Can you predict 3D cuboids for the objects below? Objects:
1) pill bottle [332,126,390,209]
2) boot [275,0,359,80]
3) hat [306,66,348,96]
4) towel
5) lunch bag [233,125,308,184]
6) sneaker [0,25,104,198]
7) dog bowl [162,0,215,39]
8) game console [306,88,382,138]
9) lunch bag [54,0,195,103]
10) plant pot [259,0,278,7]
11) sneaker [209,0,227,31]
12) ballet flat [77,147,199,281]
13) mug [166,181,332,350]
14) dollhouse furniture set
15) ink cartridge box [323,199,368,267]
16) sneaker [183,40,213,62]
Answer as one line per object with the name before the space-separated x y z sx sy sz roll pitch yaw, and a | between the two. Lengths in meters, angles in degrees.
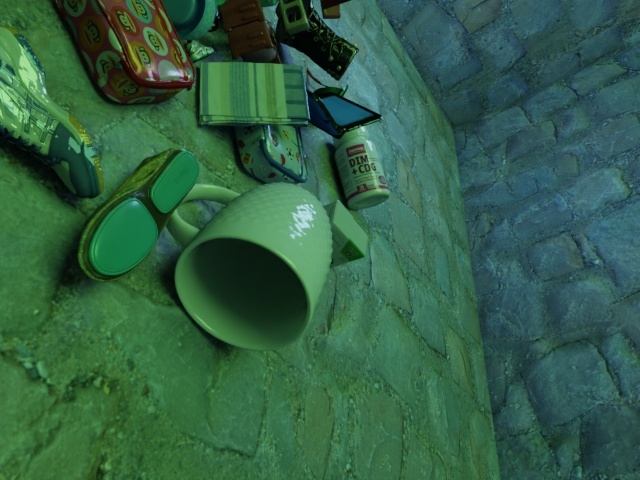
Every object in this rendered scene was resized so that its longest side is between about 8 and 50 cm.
pill bottle | 0.142 -0.271 1.723 0.160 0.160 0.283 6 65 -57
boot | -0.005 -0.690 1.549 0.284 0.377 0.138 35 81 -6
hat | -0.018 -0.547 1.727 0.183 0.173 0.208 36 0 -5
towel | -0.176 -0.383 1.228 0.034 0.284 0.209 109 -24 -63
lunch bag | -0.136 -0.306 1.347 0.243 0.114 0.304 24 52 -53
sneaker | -0.475 -0.182 0.749 0.131 0.111 0.297 -42 106 -40
dog bowl | -0.360 -0.635 1.156 0.298 0.165 0.074 68 21 0
game console | 0.007 -0.452 1.466 0.293 0.173 0.250 39 -5 41
lunch bag | -0.402 -0.445 1.011 0.293 0.120 0.258 65 26 -8
plant pot | -0.206 -0.779 1.378 0.166 0.165 0.234 86 -6 -45
sneaker | -0.321 -0.697 1.327 0.121 0.108 0.302 63 20 -46
ballet flat | -0.339 -0.051 0.847 0.123 0.123 0.349 52 37 -26
mug | -0.151 -0.001 1.004 0.373 0.276 0.328 29 34 -3
dollhouse furniture set | -0.074 -0.605 1.318 0.201 0.373 0.152 -35 110 -83
ink cartridge box | 0.000 0.000 1.268 0.153 0.208 0.087 45 40 -32
sneaker | -0.327 -0.518 1.245 0.069 0.038 0.098 58 31 -19
